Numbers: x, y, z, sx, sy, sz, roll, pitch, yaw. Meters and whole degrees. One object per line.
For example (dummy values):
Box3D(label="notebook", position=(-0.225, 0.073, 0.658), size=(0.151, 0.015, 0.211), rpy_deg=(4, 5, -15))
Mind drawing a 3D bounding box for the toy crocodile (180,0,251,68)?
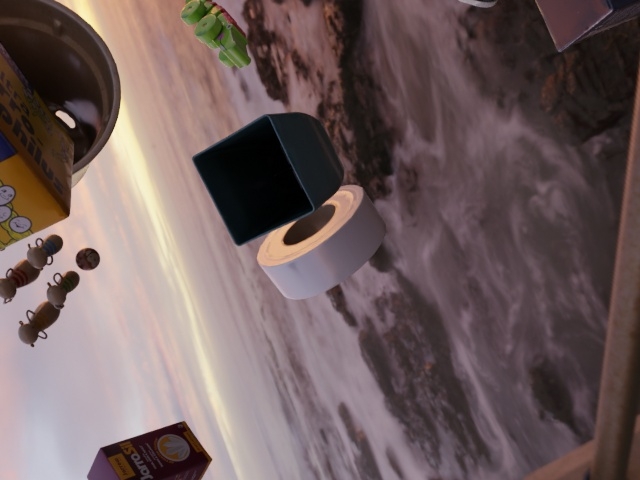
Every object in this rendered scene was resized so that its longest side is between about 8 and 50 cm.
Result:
Box3D(label="toy crocodile", position=(-0.243, -0.509, 1.482), size=(0.115, 0.105, 0.340), rpy_deg=(40, -170, -43))

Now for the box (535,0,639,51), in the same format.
Box3D(label="box", position=(0.478, -0.533, 0.974), size=(0.179, 0.312, 0.343), rpy_deg=(141, 105, -85))

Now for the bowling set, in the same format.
Box3D(label="bowling set", position=(-0.603, 0.064, 1.364), size=(0.154, 0.200, 0.287), rpy_deg=(-89, -24, -71))

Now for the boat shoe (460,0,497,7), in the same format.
Box3D(label="boat shoe", position=(0.294, -0.641, 1.471), size=(0.099, 0.319, 0.116), rpy_deg=(125, 151, -64))

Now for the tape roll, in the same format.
Box3D(label="tape roll", position=(0.000, 0.000, 1.379), size=(0.100, 0.286, 0.286), rpy_deg=(54, 175, -21))

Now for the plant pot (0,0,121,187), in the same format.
Box3D(label="plant pot", position=(-0.526, -0.209, 1.094), size=(0.334, 0.334, 0.305), rpy_deg=(69, 159, 3))

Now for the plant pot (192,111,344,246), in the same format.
Box3D(label="plant pot", position=(-0.064, -0.122, 1.080), size=(0.165, 0.165, 0.234), rpy_deg=(64, -152, -5))

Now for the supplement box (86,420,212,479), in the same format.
Box3D(label="supplement box", position=(-0.309, 0.415, 1.137), size=(0.104, 0.188, 0.081), rpy_deg=(42, 116, 30))

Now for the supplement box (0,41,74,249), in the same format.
Box3D(label="supplement box", position=(-0.472, -0.065, 0.651), size=(0.194, 0.356, 0.195), rpy_deg=(65, 178, -38))
